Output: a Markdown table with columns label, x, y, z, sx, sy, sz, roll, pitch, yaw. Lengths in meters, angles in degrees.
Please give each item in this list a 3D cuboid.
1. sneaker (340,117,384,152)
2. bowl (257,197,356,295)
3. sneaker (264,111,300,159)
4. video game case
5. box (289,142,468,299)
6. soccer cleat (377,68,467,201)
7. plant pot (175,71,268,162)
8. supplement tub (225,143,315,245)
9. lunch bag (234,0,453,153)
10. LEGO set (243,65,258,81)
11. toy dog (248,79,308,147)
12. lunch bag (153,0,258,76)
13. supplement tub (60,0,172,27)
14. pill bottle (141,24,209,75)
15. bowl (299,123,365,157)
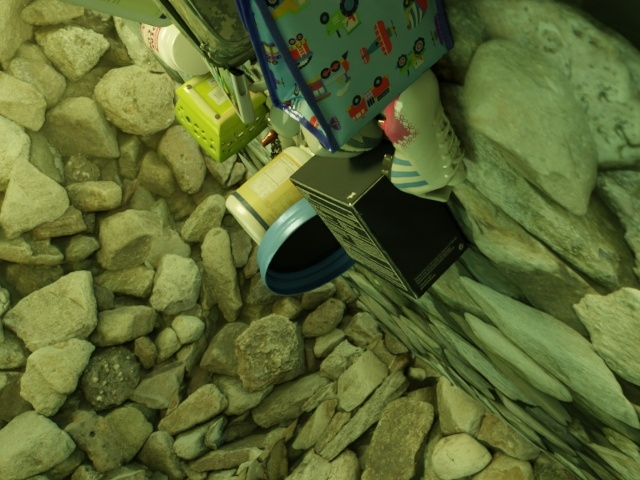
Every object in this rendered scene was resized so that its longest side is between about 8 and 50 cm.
| label | x | y | z | sx | sy | sz | roll | pitch | yaw |
| --- | --- | --- | --- | --- | --- | --- | --- | --- | --- |
| sneaker | 0.027 | -0.275 | 1.052 | 0.283 | 0.110 | 0.122 | 34 | 143 | -25 |
| bowl | 0.000 | 0.000 | 1.549 | 0.077 | 0.391 | 0.391 | 54 | 176 | 28 |
| sneaker | -0.114 | -0.287 | 1.736 | 0.100 | 0.108 | 0.271 | 44 | 170 | 34 |
| video game case | -0.245 | -0.475 | 1.270 | 0.329 | 0.036 | 0.300 | 57 | 165 | 37 |
| box | 0.128 | -0.067 | 1.257 | 0.294 | 0.183 | 0.296 | 51 | 170 | -32 |
| soccer cleat | 0.178 | -0.160 | 0.890 | 0.143 | 0.116 | 0.331 | 28 | 169 | 14 |
| plant pot | -0.301 | -0.414 | 1.717 | 0.227 | 0.228 | 0.207 | 47 | 165 | 4 |
| supplement tub | -0.089 | -0.126 | 1.617 | 0.228 | 0.316 | 0.228 | 48 | 173 | 8 |
| lunch bag | 0.021 | -0.282 | 0.630 | 0.138 | 0.221 | 0.293 | 43 | 171 | 28 |
| LEGO set | -0.218 | -0.511 | 1.472 | 0.182 | 0.060 | 0.244 | 49 | -176 | -10 |
| toy dog | -0.086 | -0.308 | 1.286 | 0.220 | 0.161 | 0.333 | 43 | 171 | 26 |
| lunch bag | -0.181 | -0.444 | 0.923 | 0.305 | 0.212 | 0.256 | 50 | 171 | -15 |
| supplement tub | -0.424 | -0.564 | 1.069 | 0.325 | 0.235 | 0.235 | 0 | -150 | -43 |
| pill bottle | -0.400 | -0.573 | 1.594 | 0.283 | 0.160 | 0.160 | 43 | 172 | 48 |
| bowl | 0.016 | -0.228 | 1.151 | 0.053 | 0.142 | 0.142 | -38 | 66 | 44 |
